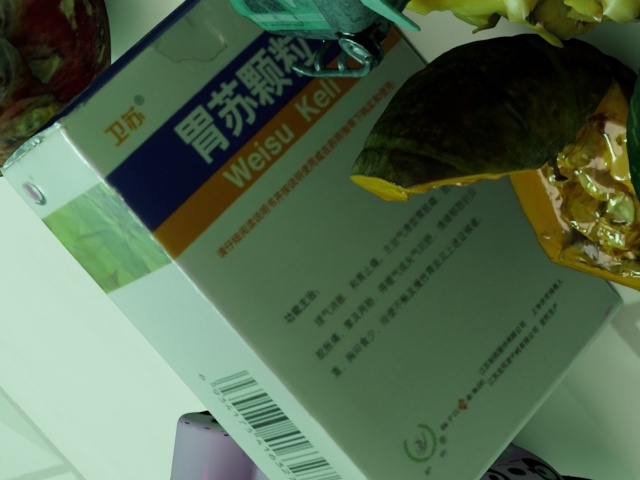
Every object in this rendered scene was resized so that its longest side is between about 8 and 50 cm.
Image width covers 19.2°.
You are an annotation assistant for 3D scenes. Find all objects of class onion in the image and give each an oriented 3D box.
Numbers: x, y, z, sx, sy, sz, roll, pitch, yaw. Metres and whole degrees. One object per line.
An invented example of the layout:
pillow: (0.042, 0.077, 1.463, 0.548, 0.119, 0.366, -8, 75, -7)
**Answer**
onion: (-0.257, -0.140, 1.235, 0.246, 0.190, 0.246, 19, 154, 10)

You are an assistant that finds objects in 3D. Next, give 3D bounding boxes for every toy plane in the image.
toy plane: (0.006, -0.117, 0.761, 0.096, 0.060, 0.235, 40, 167, -23)

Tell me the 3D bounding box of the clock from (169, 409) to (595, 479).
clock: (0.049, 0.167, 1.228, 0.248, 0.227, 0.090, 9, 95, 43)

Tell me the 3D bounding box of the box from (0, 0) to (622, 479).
box: (0.000, 0.000, 1.059, 0.299, 0.200, 0.106, 50, 152, -10)

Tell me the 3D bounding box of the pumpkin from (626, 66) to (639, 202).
pumpkin: (0.216, -0.029, 0.776, 0.190, 0.146, 0.190, 23, 146, 16)

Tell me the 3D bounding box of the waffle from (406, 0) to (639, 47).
waffle: (-0.008, -0.191, 0.771, 0.379, 0.095, 0.382, 25, 172, -6)

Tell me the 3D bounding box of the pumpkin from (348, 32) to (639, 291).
pumpkin: (0.114, -0.045, 0.936, 0.183, 0.108, 0.119, 23, 170, -27)
